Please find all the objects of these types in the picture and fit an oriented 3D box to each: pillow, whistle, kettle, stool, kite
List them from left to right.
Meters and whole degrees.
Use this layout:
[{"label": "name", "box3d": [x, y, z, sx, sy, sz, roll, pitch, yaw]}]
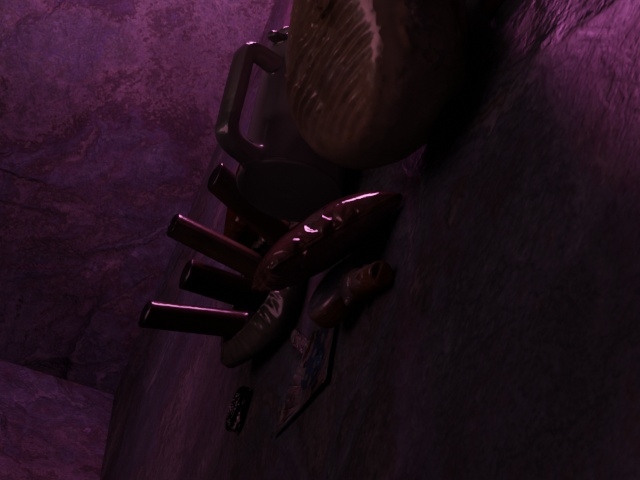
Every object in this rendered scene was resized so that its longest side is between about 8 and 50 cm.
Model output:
[{"label": "stool", "box3d": [-0.174, 0.050, 1.964, 0.310, 0.226, 0.310, -39, 33, 51]}, {"label": "kettle", "box3d": [-0.037, -0.229, 1.831, 0.265, 0.205, 0.318, 67, -149, -56]}, {"label": "kite", "box3d": [-0.017, 0.179, 1.663, 0.314, 0.011, 0.335, -139, 71, -76]}, {"label": "pillow", "box3d": [0.000, 0.000, 1.554, 0.236, 0.084, 0.223, -33, 3, -11]}, {"label": "whistle", "box3d": [0.044, 0.072, 1.491, 0.107, 0.057, 0.220, -61, 13, -26]}]

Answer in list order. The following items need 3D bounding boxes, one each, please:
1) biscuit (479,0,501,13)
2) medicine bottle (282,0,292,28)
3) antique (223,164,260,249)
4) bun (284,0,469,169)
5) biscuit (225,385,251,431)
[{"label": "biscuit", "box3d": [0.275, -0.440, 1.362, 0.280, 0.043, 0.183, -63, 12, 16]}, {"label": "medicine bottle", "box3d": [0.018, -0.445, 2.058, 0.178, 0.178, 0.291, 131, 155, -56]}, {"label": "antique", "box3d": [-0.130, -0.102, 2.250, 0.223, 0.129, 0.278, 125, 160, -46]}, {"label": "bun", "box3d": [0.086, -0.260, 1.447, 0.362, 0.234, 0.326, 55, 131, 55]}, {"label": "biscuit", "box3d": [-0.159, 0.326, 1.968, 0.087, 0.027, 0.089, -90, 24, -57]}]
